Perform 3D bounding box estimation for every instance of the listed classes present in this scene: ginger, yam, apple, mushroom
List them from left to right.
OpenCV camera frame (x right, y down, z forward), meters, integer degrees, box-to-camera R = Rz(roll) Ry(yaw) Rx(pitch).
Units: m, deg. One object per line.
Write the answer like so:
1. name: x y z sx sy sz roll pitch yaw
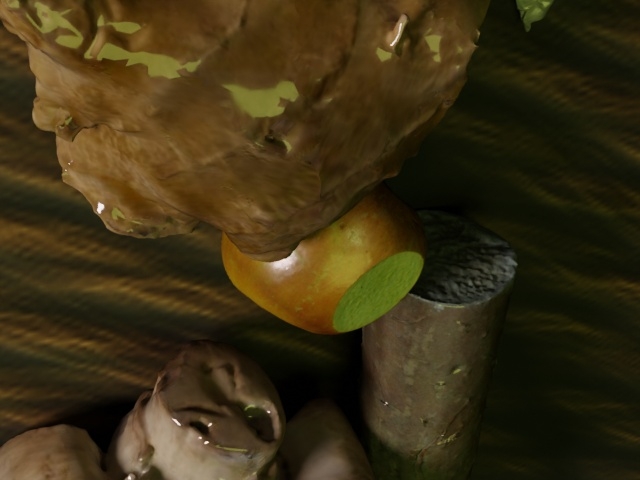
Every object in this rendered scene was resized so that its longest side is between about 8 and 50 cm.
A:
1. ginger: -0.063 -0.091 0.825 0.270 0.123 0.219 15 124 -30
2. mushroom: -0.066 0.184 1.071 0.253 0.189 0.195 -7 139 -31
3. apple: 0.000 0.000 0.979 0.102 0.099 0.114 -44 156 3
4. yam: 0.067 0.093 1.135 0.093 0.093 0.259 -15 140 -19

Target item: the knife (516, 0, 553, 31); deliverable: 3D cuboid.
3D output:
1. knife: 0.107 -0.214 0.876 0.047 0.017 0.298 -19 143 -7
